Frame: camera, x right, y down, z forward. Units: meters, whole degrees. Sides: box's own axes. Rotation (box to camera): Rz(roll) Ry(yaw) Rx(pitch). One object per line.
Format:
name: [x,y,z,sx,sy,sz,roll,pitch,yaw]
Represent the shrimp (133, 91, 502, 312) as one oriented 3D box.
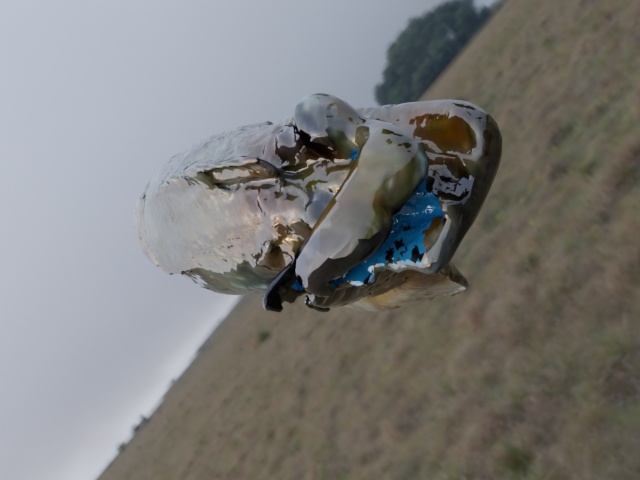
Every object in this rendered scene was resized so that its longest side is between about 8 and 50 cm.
shrimp: [0.000,0.000,0.676,0.446,0.221,0.110,159,128,-79]
